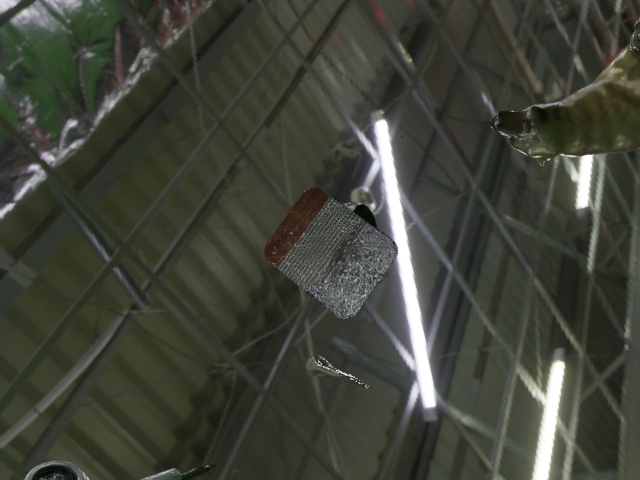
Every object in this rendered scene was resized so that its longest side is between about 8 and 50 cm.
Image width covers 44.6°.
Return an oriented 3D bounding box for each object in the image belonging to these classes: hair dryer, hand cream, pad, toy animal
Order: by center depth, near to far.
[{"bbox_3d":[0.208,-0.097,0.445,0.219,0.101,0.103,-32,-78,-24],"label":"toy animal"},{"bbox_3d":[0.022,0.210,1.237,0.057,0.165,0.037,29,-102,-24],"label":"hand cream"},{"bbox_3d":[-0.333,0.431,1.334,0.357,0.108,0.173,-11,-57,-39],"label":"hair dryer"},{"bbox_3d":[0.046,-0.054,1.361,0.055,0.250,0.323,6,-66,-49],"label":"pad"}]

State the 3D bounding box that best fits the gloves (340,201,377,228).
[{"bbox_3d":[0.008,-0.010,1.679,0.131,0.219,0.140,-36,-72,-43],"label":"gloves"}]
